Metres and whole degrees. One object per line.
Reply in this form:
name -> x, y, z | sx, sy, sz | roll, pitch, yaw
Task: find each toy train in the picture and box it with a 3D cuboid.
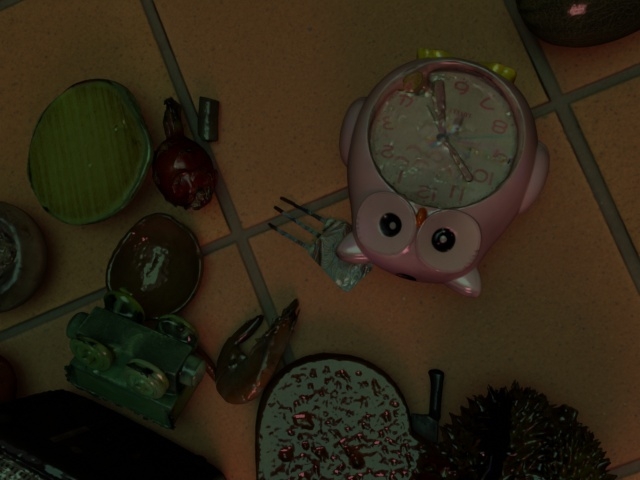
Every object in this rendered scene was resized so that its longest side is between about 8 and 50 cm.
toy train -> -0.342, 0.219, 1.463 | 0.271, 0.188, 0.159 | 21, 48, 11

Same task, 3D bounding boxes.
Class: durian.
durian -> 0.313, 0.436, 1.292 | 0.347, 0.347, 0.384 | 35, 86, 9

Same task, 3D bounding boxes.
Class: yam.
yam -> -0.223, -0.242, 1.566 | 0.043, 0.043, 0.094 | 3, 87, 8

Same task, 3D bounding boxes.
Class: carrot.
carrot -> -0.243, 0.223, 1.534 | 0.142, 0.035, 0.035 | 42, 92, 5

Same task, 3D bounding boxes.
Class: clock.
clock -> 0.202, -0.108, 1.391 | 0.368, 0.250, 0.377 | 16, 81, 8

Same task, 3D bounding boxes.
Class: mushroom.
mushroom -> -0.648, 0.035, 1.536 | 0.226, 0.178, 0.227 | 0, 92, 1

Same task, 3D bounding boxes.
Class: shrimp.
shrimp -> -0.121, 0.202, 1.506 | 0.133, 0.053, 0.236 | 25, 80, 45

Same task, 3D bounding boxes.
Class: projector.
projector -> -0.410, 0.440, 1.355 | 0.405, 0.395, 0.242 | 26, 90, 10

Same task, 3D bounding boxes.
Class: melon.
melon -> 0.490, -0.468, 1.384 | 0.301, 0.237, 0.238 | -24, 82, 7

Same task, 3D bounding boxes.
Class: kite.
kite -> 0.000, 0.000, 1.527 | 0.229, 0.016, 0.127 | 28, 86, 9

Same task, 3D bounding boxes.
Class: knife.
knife -> 0.196, 0.354, 1.467 | 0.060, 0.028, 0.231 | 3, 88, 21

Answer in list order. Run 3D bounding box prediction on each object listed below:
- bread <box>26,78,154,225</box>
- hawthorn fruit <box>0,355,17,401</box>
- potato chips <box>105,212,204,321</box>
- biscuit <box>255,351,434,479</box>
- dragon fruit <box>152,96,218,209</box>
bread -> -0.455, -0.168, 1.547 | 0.301, 0.045, 0.301 | -4, 79, 22
hawthorn fruit -> -0.733, 0.326, 1.516 | 0.299, 0.211, 0.211 | -42, 81, 12
potato chips -> -0.320, 0.053, 1.544 | 0.195, 0.062, 0.208 | -9, 83, 4
biscuit -> 0.049, 0.409, 1.458 | 0.350, 0.070, 0.395 | 3, 86, 5
dragon fruit -> -0.271, -0.170, 1.531 | 0.125, 0.125, 0.246 | -21, 76, 26
